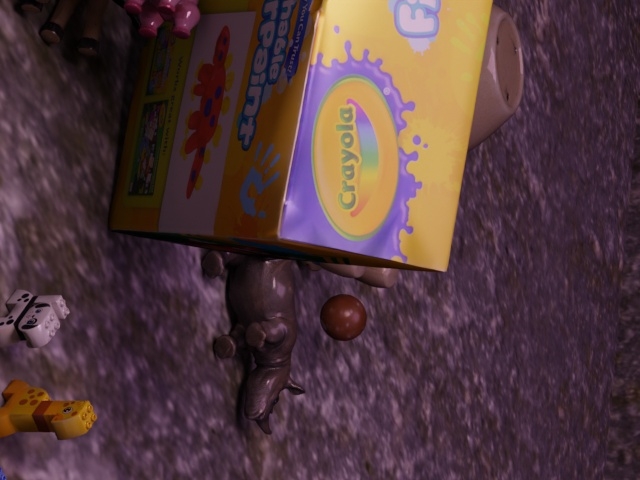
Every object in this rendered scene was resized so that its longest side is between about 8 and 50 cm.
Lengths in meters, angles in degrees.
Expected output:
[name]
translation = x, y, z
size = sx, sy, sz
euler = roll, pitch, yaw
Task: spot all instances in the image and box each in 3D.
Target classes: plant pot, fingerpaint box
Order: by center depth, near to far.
[fingerpaint box]
translation = -0.010, -0.207, 1.347
size = 0.163, 0.371, 0.444
euler = 12, 86, -27
[plant pot]
translation = 0.160, -0.225, 2.055
size = 0.284, 0.191, 0.284
euler = -2, 90, -67

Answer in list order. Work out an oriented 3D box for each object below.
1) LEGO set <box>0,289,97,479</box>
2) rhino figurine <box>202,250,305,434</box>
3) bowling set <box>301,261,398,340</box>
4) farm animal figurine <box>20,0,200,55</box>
[LEGO set]
translation = -0.240, 0.139, 1.239
size = 0.227, 0.093, 0.087
euler = -63, 143, -48
[rhino figurine]
translation = -0.063, 0.093, 1.670
size = 0.106, 0.073, 0.243
euler = -27, 113, -61
[bowling set]
translation = 0.000, 0.000, 1.779
size = 0.287, 0.154, 0.200
euler = 32, 77, -63
[farm animal figurine]
translation = -0.193, -0.312, 1.250
size = 0.327, 0.330, 0.172
euler = 27, 63, -31
